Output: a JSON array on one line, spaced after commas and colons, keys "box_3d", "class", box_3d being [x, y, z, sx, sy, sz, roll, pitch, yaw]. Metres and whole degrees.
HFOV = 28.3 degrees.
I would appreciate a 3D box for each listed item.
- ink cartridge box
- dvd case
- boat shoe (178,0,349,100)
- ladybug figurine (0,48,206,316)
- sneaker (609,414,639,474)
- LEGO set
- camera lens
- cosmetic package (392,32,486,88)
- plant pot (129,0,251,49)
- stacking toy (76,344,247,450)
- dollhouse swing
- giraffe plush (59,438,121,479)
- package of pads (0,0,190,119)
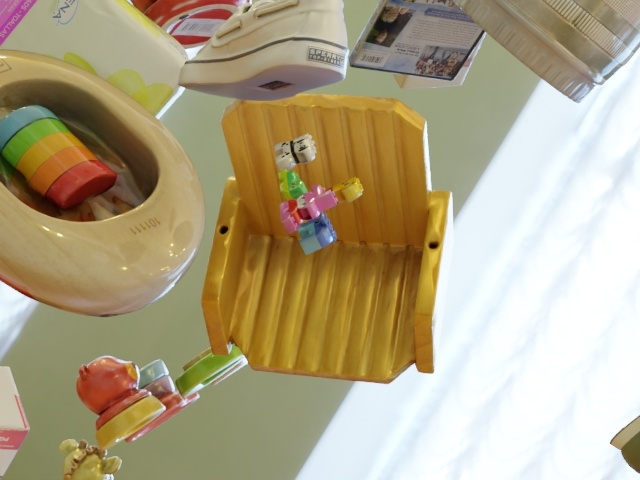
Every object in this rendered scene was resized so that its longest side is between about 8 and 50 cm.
[{"box_3d": [-0.599, 0.342, 2.181, 0.092, 0.218, 0.159, 11, 33, -37], "class": "ink cartridge box"}, {"box_3d": [0.168, -0.333, 1.869, 0.180, 0.022, 0.253, 4, -36, -22], "class": "dvd case"}, {"box_3d": [-0.052, -0.184, 1.201, 0.095, 0.084, 0.258, 10, -5, -36], "class": "boat shoe"}, {"box_3d": [-0.330, -0.066, 1.551, 0.449, 0.305, 0.162, 45, -38, 26], "class": "ladybug figurine"}, {"box_3d": [0.467, 0.237, 1.633, 0.064, 0.192, 0.086, -4, 52, -53], "class": "sneaker"}, {"box_3d": [0.003, -0.062, 1.646, 0.227, 0.093, 0.087, -100, 164, -61], "class": "LEGO set"}, {"box_3d": [0.311, -0.322, 1.445, 0.219, 0.274, 0.219, 36, 15, -12], "class": "camera lens"}, {"box_3d": [0.207, -0.409, 2.110, 0.296, 0.129, 0.153, 114, -38, -47], "class": "cosmetic package"}, {"box_3d": [-0.197, -0.387, 1.854, 0.191, 0.191, 0.174, 58, 12, -75], "class": "plant pot"}, {"box_3d": [-0.264, 0.215, 2.113, 0.130, 0.279, 0.309, 55, -4, 6], "class": "stacking toy"}, {"box_3d": [0.000, 0.000, 1.827, 0.346, 0.315, 0.305, 5, -24, 12], "class": "dollhouse swing"}, {"box_3d": [-0.440, 0.450, 2.279, 0.181, 0.171, 0.210, 25, -23, 2], "class": "giraffe plush"}, {"box_3d": [-0.344, -0.252, 1.749, 0.296, 0.229, 0.101, 41, 6, -2], "class": "package of pads"}]
